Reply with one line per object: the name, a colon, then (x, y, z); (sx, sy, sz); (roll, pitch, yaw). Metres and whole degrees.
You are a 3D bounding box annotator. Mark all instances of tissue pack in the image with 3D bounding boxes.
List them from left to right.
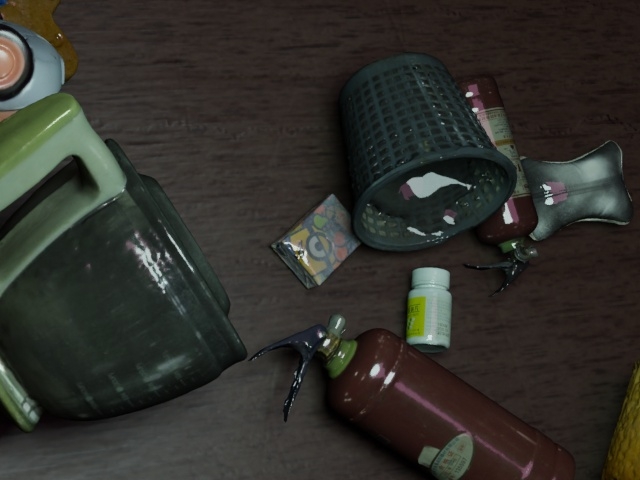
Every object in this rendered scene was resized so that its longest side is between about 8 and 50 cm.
tissue pack: (0.000, 0.000, 1.759); (0.063, 0.035, 0.083); (49, 64, -7)

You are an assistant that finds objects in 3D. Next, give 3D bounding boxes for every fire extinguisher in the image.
fire extinguisher: (0.086, 0.181, 1.709); (0.344, 0.102, 0.138); (34, 67, -12)
fire extinguisher: (0.175, -0.056, 1.831); (0.099, 0.071, 0.231); (-12, 82, -22)

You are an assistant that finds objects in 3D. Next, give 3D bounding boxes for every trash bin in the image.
trash bin: (0.097, -0.102, 1.756); (0.175, 0.175, 0.161); (-3, 59, -24)

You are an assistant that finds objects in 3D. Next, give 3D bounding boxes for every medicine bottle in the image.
medicine bottle: (0.113, 0.073, 1.781); (0.047, 0.047, 0.083); (9, 72, -21)

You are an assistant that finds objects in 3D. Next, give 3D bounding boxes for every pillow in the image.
pillow: (0.281, -0.055, 1.881); (0.136, 0.055, 0.091); (-9, 111, -22)

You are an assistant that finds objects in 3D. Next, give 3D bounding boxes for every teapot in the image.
teapot: (-0.218, 0.051, 1.512); (0.239, 0.321, 0.239); (-33, 76, -6)

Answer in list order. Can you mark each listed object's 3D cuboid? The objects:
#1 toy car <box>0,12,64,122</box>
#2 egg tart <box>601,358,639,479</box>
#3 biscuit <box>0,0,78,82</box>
toy car: (-0.373, -0.111, 1.546); (0.270, 0.180, 0.212); (1, 108, -21)
egg tart: (0.386, 0.229, 1.791); (0.202, 0.202, 0.147); (34, 80, -11)
biscuit: (-0.344, -0.238, 1.678); (0.180, 0.039, 0.236); (-36, 90, -26)
